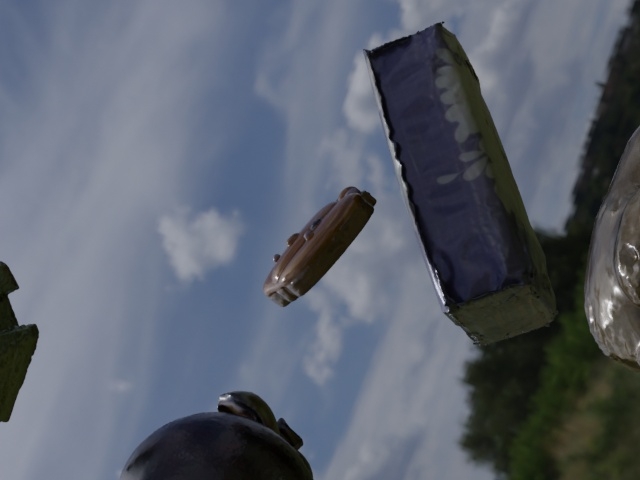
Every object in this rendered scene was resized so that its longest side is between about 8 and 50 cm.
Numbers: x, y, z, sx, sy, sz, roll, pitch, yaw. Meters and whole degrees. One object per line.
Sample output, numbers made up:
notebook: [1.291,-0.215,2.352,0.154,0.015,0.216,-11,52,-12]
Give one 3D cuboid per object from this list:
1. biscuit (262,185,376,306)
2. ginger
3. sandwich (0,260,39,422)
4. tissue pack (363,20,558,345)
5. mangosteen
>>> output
biscuit: [-0.003,-0.003,1.640,0.170,0.050,0.170,-47,6,7]
ginger: [0.268,-0.027,1.092,0.219,0.123,0.270,-46,-35,-63]
sandwich: [-0.392,0.093,1.691,0.244,0.088,0.090,66,-155,2]
tissue pack: [0.166,-0.064,1.756,0.242,0.125,0.344,38,-147,-68]
mangosteen: [-0.096,0.278,1.589,0.265,0.228,0.228,-48,-26,-50]
